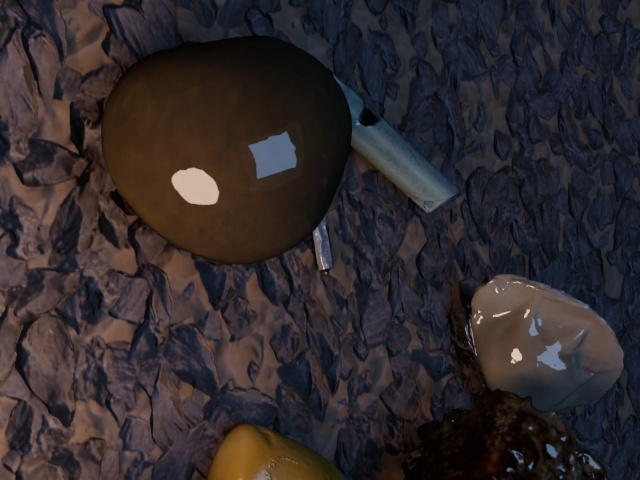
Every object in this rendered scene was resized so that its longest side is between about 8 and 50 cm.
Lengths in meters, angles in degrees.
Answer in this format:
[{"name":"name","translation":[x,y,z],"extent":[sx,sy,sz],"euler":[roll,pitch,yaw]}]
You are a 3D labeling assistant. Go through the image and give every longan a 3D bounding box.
[{"name":"longan","translation":[-0.102,-0.117,1.364],"extent":[0.300,0.243,0.300],"euler":[24,38,-21]}]

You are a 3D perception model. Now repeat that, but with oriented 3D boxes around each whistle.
[{"name":"whistle","translation":[0.087,-0.133,1.688],"extent":[0.312,0.062,0.062],"euler":[39,61,-39]}]

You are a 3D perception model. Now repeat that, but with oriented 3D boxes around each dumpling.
[{"name":"dumpling","translation":[0.326,0.178,1.821],"extent":[0.163,0.204,0.293],"euler":[-44,128,-26]}]

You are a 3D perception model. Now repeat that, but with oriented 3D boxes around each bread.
[{"name":"bread","translation":[-0.045,0.320,1.495],"extent":[0.217,0.098,0.147],"euler":[31,69,-40]}]

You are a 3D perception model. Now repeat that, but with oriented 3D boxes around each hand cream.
[{"name":"hand cream","translation":[0.000,0.000,1.622],"extent":[0.030,0.019,0.093],"euler":[-5,84,-45]}]

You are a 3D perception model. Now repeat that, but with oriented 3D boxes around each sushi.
[{"name":"sushi","translation":[0.236,0.405,1.654],"extent":[0.299,0.281,0.294],"euler":[50,48,-24]}]
